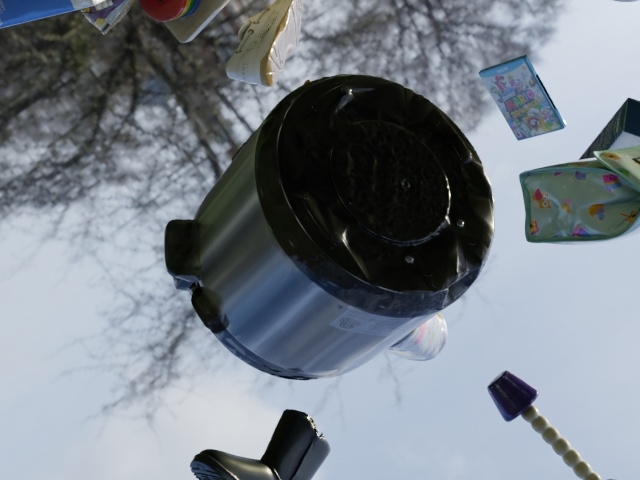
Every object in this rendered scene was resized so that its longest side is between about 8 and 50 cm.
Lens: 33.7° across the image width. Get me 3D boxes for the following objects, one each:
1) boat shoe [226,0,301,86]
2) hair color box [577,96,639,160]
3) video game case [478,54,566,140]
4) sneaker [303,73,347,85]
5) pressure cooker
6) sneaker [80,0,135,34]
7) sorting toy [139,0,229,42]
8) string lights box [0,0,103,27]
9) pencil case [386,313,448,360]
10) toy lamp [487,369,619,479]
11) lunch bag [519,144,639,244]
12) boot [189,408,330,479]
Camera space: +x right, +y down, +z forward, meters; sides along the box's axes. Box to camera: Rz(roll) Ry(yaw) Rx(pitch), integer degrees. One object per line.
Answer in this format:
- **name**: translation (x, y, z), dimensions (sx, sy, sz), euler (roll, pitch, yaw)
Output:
- **boat shoe**: translation (-0.099, -0.366, 1.868), dimensions (0.096, 0.098, 0.277), euler (6, -143, 13)
- **hair color box**: translation (0.695, -0.167, 2.411), dimensions (0.347, 0.174, 0.105), euler (115, -7, -59)
- **video game case**: translation (0.397, -0.278, 2.080), dimensions (0.119, 0.166, 0.015), euler (-12, -152, 50)
- **sneaker**: translation (0.069, -0.224, 1.872), dimensions (0.106, 0.290, 0.123), euler (36, -67, 37)
- **pressure cooker**: translation (-0.001, 0.005, 1.541), dimensions (0.375, 0.370, 0.420), euler (-46, -179, -37)
- **sneaker**: translation (-0.338, -0.411, 1.712), dimensions (0.185, 0.084, 0.069), euler (-35, -163, 45)
- **sorting toy**: translation (-0.242, -0.499, 1.746), dimensions (0.257, 0.255, 0.089), euler (-39, 180, 31)
- **string lights box**: translation (-0.392, -0.356, 1.480), dimensions (0.260, 0.076, 0.133), euler (-6, -156, 28)
- **pencil case**: translation (0.165, 0.160, 2.033), dimensions (0.114, 0.273, 0.124), euler (2, -101, 20)
- **toy lamp**: translation (0.388, 0.331, 1.763), dimensions (0.080, 0.274, 0.080), euler (-43, 173, -7)
- **lunch bag**: translation (0.509, -0.078, 1.807), dimensions (0.223, 0.160, 0.262), euler (-9, -178, -39)
- **boot**: translation (-0.102, 0.385, 1.900), dimensions (0.094, 0.246, 0.207), euler (-11, -139, 47)
